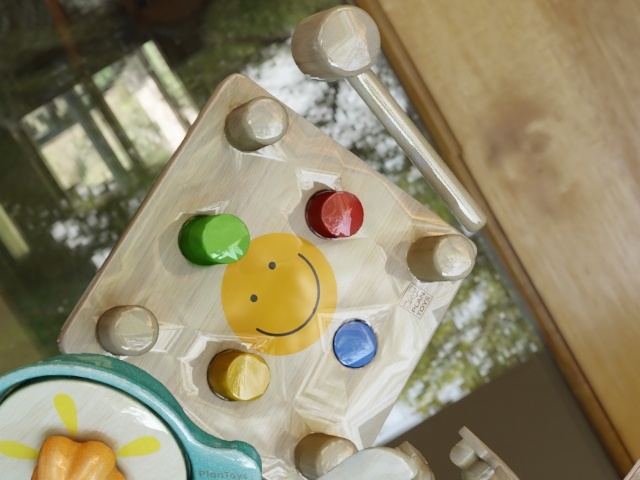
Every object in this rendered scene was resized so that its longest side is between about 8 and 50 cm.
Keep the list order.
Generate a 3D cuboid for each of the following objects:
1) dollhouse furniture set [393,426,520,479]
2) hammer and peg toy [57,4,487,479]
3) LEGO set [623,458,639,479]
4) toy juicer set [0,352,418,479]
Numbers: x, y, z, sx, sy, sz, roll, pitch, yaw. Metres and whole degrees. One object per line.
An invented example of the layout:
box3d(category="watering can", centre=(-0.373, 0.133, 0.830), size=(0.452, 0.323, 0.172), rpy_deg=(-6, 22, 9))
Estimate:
box3d(category="dollhouse furniture set", centre=(0.115, 0.257, 1.154), size=(0.151, 0.123, 0.144), rpy_deg=(-42, -128, 3))
box3d(category="hammer and peg toy", centre=(0.000, 0.000, 1.006), size=(0.361, 0.266, 0.127), rpy_deg=(-58, -164, -15))
box3d(category="LEGO set", centre=(0.248, 0.259, 0.873), size=(0.182, 0.060, 0.244), rpy_deg=(12, -143, 37))
box3d(category="toy juicer set", centre=(-0.138, 0.145, 0.712), size=(0.089, 0.329, 0.209), rpy_deg=(-75, -169, -58))
